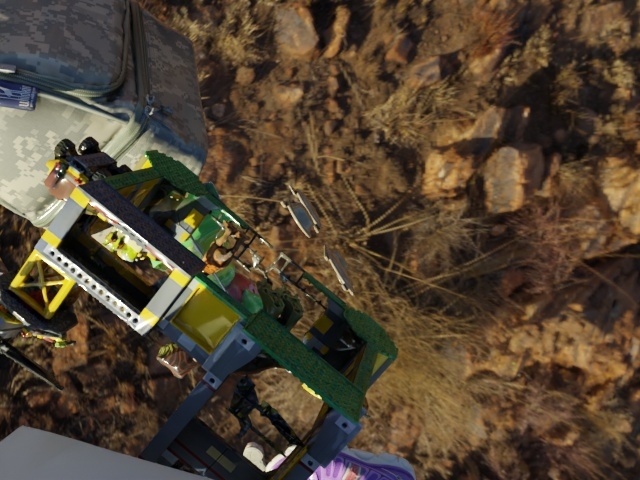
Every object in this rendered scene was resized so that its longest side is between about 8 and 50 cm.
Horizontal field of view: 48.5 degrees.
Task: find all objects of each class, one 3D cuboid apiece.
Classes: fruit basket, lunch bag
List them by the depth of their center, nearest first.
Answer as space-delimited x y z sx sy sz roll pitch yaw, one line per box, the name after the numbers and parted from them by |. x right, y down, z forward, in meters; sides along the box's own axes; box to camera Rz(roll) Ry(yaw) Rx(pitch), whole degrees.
-0.286 -0.169 0.793 0.213 0.305 0.256 -38 133 25 | lunch bag
-0.177 0.060 1.276 0.165 0.327 0.353 -38 91 -9 | fruit basket

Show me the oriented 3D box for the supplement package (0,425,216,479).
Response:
-0.138 0.232 0.316 0.204 0.262 0.145 9 111 18 | supplement package

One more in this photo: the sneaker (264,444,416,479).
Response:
0.026 0.259 0.752 0.170 0.071 0.068 11 130 -11 | sneaker

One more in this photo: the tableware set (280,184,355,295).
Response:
0.000 0.000 0.931 0.020 0.141 0.168 -31 90 7 | tableware set

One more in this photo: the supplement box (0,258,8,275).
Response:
-0.687 0.030 1.334 0.081 0.188 0.104 -34 81 -1 | supplement box

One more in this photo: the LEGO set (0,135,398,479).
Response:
-0.110 0.093 0.562 0.331 0.255 0.192 38 104 -8 | LEGO set

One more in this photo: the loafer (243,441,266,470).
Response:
-0.148 0.481 1.607 0.045 0.039 0.125 -5 139 3 | loafer
